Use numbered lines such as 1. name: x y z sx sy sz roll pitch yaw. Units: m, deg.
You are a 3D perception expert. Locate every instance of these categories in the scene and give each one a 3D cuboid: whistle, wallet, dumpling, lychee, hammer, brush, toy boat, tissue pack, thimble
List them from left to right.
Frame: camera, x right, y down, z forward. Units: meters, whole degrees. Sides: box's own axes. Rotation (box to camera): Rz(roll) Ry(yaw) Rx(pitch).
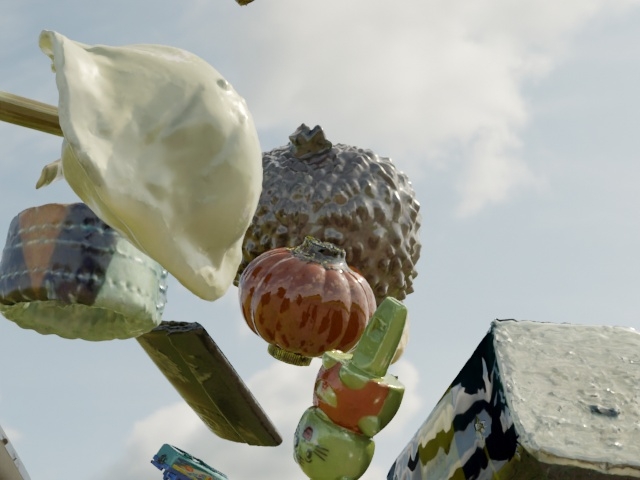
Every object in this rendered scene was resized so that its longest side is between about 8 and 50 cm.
1. hammer: -0.419 -0.187 1.815 0.305 0.113 0.202 16 5 -31
2. thimble: -0.326 0.049 1.634 0.237 0.150 0.237 5 -21 2
3. brush: -0.438 -0.157 2.313 0.321 0.050 0.060 -34 -20 -56
4. dumpling: -0.170 -0.096 1.202 0.187 0.318 0.243 -33 -11 12
5. toy boat: -0.200 0.391 1.803 0.175 0.110 0.091 38 -9 -39
6. wallet: -0.195 0.242 1.974 0.170 0.044 0.321 5 -38 36
7. lychee: 0.000 0.000 2.133 0.380 0.432 0.380 -6 15 2
8. whistle: 0.042 0.209 1.548 0.106 0.288 0.131 17 10 -35
9. tissue pack: 0.286 0.322 1.641 0.264 0.253 0.416 8 -44 -17

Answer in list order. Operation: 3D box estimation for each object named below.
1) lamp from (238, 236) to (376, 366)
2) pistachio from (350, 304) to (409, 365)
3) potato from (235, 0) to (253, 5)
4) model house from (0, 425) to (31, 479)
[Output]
1. lamp: -0.021 0.096 1.845 0.223 0.196 0.223 17 9 -3
2. pistachio: 0.040 0.156 2.406 0.318 0.193 0.214 18 -31 -12
3. potato: -0.095 -0.379 1.699 0.046 0.092 0.045 29 2 25
4. model house: -0.529 0.376 1.712 0.176 0.180 0.248 -25 21 -6
